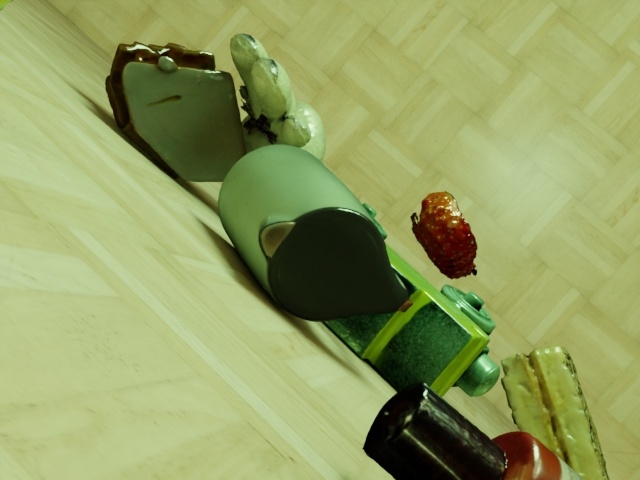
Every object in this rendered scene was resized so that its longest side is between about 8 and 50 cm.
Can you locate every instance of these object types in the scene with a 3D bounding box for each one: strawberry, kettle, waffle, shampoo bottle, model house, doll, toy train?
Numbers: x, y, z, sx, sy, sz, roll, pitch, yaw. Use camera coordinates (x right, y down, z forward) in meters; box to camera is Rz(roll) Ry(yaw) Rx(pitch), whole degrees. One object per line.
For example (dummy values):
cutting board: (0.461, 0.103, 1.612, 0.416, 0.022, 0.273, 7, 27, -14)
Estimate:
strawberry: (0.201, 0.006, 1.431, 0.188, 0.082, 0.121, 72, -7, -48)
kettle: (0.000, 0.000, 1.114, 0.240, 0.165, 0.255, 28, 8, -25)
waffle: (0.396, 0.322, 1.468, 0.376, 0.114, 0.260, 36, 40, -68)
shampoo bottle: (0.147, 0.203, 0.593, 0.278, 0.104, 0.104, 41, 2, -7)
model house: (-0.238, -0.208, 1.431, 0.200, 0.219, 0.229, -4, 17, -22)
doll: (-0.083, -0.206, 1.415, 0.278, 0.149, 0.175, 66, 20, -56)
toy train: (0.081, 0.075, 1.356, 0.442, 0.179, 0.272, 43, 10, 22)

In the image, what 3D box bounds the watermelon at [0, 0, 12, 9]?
watermelon: (-0.451, -0.342, 1.145, 0.075, 0.092, 0.181, 57, -2, 18)
